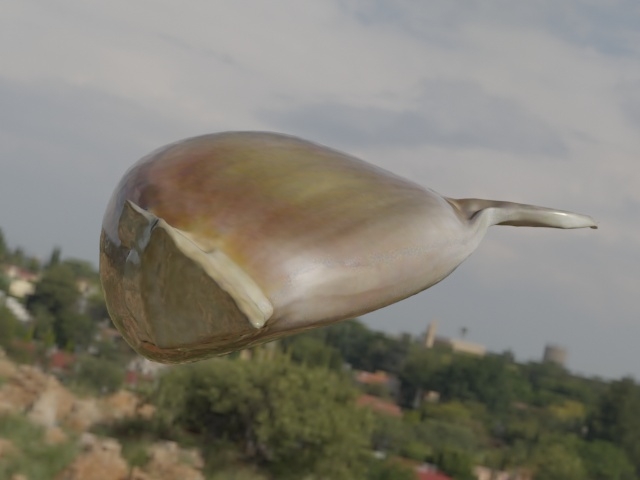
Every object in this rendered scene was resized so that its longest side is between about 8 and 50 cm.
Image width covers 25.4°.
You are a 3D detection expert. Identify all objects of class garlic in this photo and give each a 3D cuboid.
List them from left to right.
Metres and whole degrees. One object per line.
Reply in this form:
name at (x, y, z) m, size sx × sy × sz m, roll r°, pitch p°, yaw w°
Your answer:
garlic at (0.001, -0.003, 0.686) m, size 0.266 × 0.128 × 0.148 m, roll -21°, pitch 55°, yaw -39°
